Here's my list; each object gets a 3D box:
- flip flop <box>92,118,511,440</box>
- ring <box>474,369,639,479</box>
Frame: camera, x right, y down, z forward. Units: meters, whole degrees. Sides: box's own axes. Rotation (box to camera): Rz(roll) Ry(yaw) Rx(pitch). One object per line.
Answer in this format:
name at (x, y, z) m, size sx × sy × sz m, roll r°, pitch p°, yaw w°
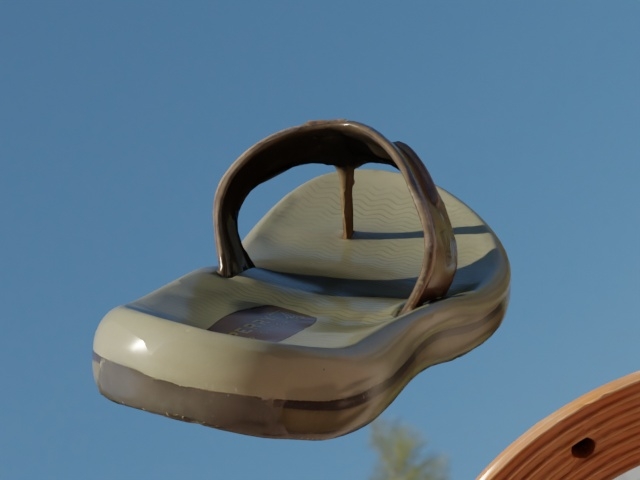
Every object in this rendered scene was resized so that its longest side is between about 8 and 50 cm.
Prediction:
flip flop at (0.000, 0.000, 0.640) m, size 0.277 × 0.112 × 0.080 m, roll -28°, pitch -59°, yaw -70°
ring at (0.208, 0.206, 1.094) m, size 0.336 × 0.032 × 0.336 m, roll -8°, pitch -60°, yaw -14°
